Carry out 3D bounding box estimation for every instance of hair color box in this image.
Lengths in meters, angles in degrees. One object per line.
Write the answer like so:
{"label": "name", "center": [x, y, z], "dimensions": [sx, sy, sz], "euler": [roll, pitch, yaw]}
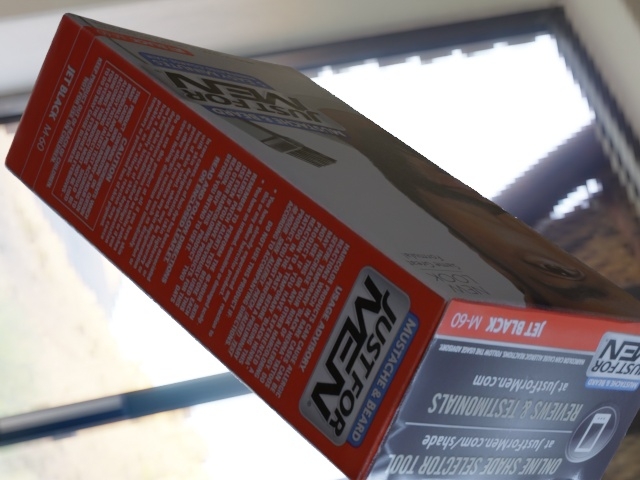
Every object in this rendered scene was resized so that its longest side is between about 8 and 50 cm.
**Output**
{"label": "hair color box", "center": [0.000, 0.000, 0.449], "dimensions": [0.167, 0.093, 0.053], "euler": [39, -69, 40]}
